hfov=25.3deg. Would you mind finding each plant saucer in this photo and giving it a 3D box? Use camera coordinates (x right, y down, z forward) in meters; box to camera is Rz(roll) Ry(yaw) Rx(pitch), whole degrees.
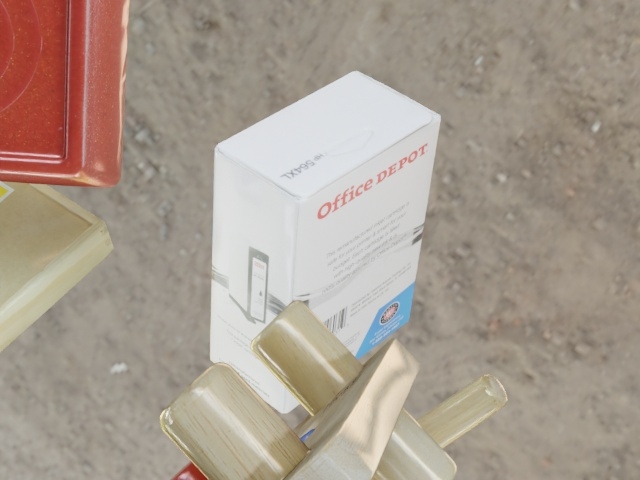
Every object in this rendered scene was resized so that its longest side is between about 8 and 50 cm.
[{"bbox_3d":[-0.267,-0.152,1.007,0.259,0.048,0.258,4,117,-5],"label":"plant saucer"}]

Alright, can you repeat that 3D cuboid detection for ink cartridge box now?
[{"bbox_3d":[0.000,0.000,1.028,0.086,0.148,0.203,33,137,29],"label":"ink cartridge box"}]

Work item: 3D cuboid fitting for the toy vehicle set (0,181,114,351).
[{"bbox_3d":[-0.325,-0.011,1.203,0.267,0.166,0.035,31,150,29],"label":"toy vehicle set"}]

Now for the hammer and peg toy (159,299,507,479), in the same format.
[{"bbox_3d":[-0.049,0.143,0.706,0.266,0.361,0.127,-44,88,11],"label":"hammer and peg toy"}]
